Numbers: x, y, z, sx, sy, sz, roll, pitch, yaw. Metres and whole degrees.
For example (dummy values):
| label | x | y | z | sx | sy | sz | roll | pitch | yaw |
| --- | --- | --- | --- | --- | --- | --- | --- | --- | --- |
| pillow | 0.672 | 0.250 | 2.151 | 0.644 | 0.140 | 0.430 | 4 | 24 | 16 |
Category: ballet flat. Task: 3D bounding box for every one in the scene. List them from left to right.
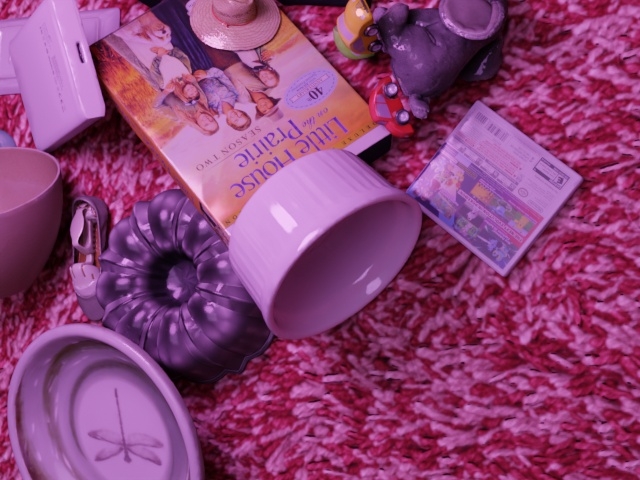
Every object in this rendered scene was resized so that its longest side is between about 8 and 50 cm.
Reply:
| label | x | y | z | sx | sy | sz | roll | pitch | yaw |
| --- | --- | --- | --- | --- | --- | --- | --- | --- | --- |
| ballet flat | -0.398 | 0.029 | 1.809 | 0.072 | 0.068 | 0.213 | -5 | 82 | 22 |

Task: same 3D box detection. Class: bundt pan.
| label | x | y | z | sx | sy | sz | roll | pitch | yaw |
| --- | --- | --- | --- | --- | --- | --- | --- | --- | --- |
| bundt pan | -0.220 | 0.064 | 1.703 | 0.330 | 0.124 | 0.331 | -3 | 82 | 21 |

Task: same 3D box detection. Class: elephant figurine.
| label | x | y | z | sx | sy | sz | roll | pitch | yaw |
| --- | --- | --- | --- | --- | --- | --- | --- | --- | --- |
| elephant figurine | 0.209 | -0.315 | 1.569 | 0.239 | 0.169 | 0.186 | -22 | 104 | 3 |

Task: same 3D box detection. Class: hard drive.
| label | x | y | z | sx | sy | sz | roll | pitch | yaw |
| --- | --- | --- | --- | --- | --- | --- | --- | --- | --- |
| hard drive | -0.437 | -0.269 | 1.754 | 0.307 | 0.040 | 0.203 | -12 | 94 | 62 |

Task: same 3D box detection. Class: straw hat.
| label | x | y | z | sx | sy | sz | roll | pitch | yaw |
| --- | --- | --- | --- | --- | --- | --- | --- | --- | --- |
| straw hat | -0.135 | -0.368 | 1.670 | 0.144 | 0.061 | 0.145 | 0 | 64 | 0 |

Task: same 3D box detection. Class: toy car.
| label | x | y | z | sx | sy | sz | roll | pitch | yaw |
| --- | --- | --- | --- | --- | --- | --- | --- | --- | --- |
| toy car | 0.060 | -0.280 | 1.603 | 0.053 | 0.239 | 0.225 | -23 | 34 | 0 |

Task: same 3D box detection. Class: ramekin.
| label | x | y | z | sx | sy | sz | roll | pitch | yaw |
| --- | --- | --- | --- | --- | --- | --- | --- | --- | --- |
| ramekin | 0.000 | 0.000 | 1.546 | 0.277 | 0.277 | 0.135 | -47 | 61 | 10 |

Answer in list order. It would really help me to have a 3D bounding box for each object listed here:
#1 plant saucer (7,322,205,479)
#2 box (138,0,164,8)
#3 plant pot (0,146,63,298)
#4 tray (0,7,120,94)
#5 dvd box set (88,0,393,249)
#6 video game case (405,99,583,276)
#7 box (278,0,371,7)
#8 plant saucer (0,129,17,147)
| label | x | y | z | sx | sy | sz | roll | pitch | yaw |
| --- | --- | --- | --- | --- | --- | --- | --- | --- | --- |
| plant saucer | -0.321 | 0.314 | 1.687 | 0.400 | 0.100 | 0.401 | 9 | 107 | 30 |
| box | -0.249 | -0.527 | 1.780 | 0.247 | 0.142 | 0.163 | -44 | 68 | 11 |
| plant pot | -0.560 | -0.013 | 1.798 | 0.284 | 0.284 | 0.191 | 7 | 122 | 23 |
| tray | -0.483 | -0.339 | 1.912 | 0.270 | 0.030 | 0.145 | 0 | 84 | 22 |
| dvd box set | -0.135 | -0.218 | 1.667 | 0.307 | 0.062 | 0.420 | -34 | 69 | -14 |
| video game case | 0.253 | -0.078 | 1.582 | 0.201 | 0.023 | 0.183 | 41 | 99 | 20 |
| box | 0.004 | -0.458 | 1.694 | 0.155 | 0.093 | 0.158 | 7 | 87 | 23 |
| plant saucer | -0.603 | -0.146 | 1.940 | 0.119 | 0.021 | 0.119 | -3 | 81 | 22 |
